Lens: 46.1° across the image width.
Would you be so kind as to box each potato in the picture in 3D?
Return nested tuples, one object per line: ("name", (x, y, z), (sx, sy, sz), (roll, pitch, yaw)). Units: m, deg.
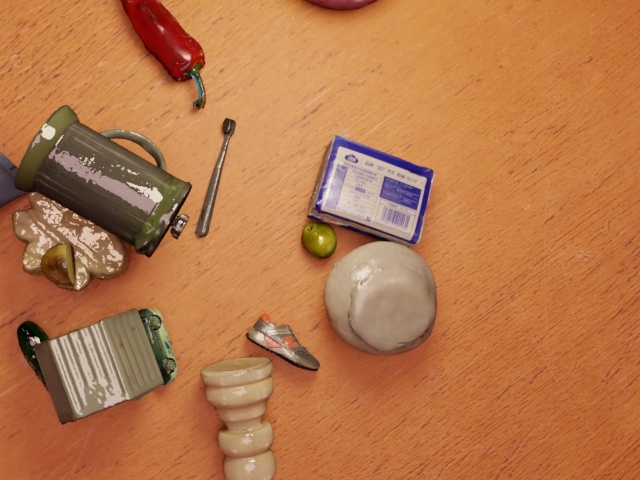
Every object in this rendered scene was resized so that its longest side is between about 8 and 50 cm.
("potato", (-0.551, 0.048, 1.568), (0.066, 0.103, 0.096), (-9, 83, -11))

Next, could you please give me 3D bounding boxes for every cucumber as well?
("cucumber", (-0.615, 0.284, 1.701), (0.069, 0.069, 0.228), (-30, 96, -10))

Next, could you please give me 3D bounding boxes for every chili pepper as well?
("chili pepper", (-0.369, -0.487, 1.771), (0.110, 0.110, 0.388), (-37, 90, -10))

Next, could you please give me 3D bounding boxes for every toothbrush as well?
("toothbrush", (-0.252, -0.151, 1.806), (0.030, 0.030, 0.298), (12, 86, 17))

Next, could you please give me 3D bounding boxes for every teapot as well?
("teapot", (-0.424, -0.128, 1.586), (0.337, 0.200, 0.270), (31, 44, -9))

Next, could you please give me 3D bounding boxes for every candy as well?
("candy", (0.141, 0.136, 1.780), (0.295, 0.185, 0.296), (0, 90, -26))

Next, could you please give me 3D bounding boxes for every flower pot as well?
("flower pot", (-0.485, 0.273, 1.647), (0.239, 0.209, 0.190), (-22, 89, -5))

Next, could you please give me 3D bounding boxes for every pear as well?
("pear", (0.000, 0.000, 1.815), (0.092, 0.092, 0.097), (-38, 135, -10))

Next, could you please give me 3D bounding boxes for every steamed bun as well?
("steamed bun", (-0.531, -0.032, 1.700), (0.292, 0.137, 0.296), (-10, 83, -9))

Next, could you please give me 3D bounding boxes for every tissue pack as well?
("tissue pack", (0.118, -0.110, 1.806), (0.269, 0.137, 0.209), (17, 68, -10))

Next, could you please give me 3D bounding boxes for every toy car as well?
("toy car", (-0.380, 0.245, 1.743), (0.093, 0.058, 0.186), (-18, 91, 34))

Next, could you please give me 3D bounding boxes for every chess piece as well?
("chess piece", (-0.177, 0.430, 1.727), (0.166, 0.167, 0.300), (-7, 92, -10))

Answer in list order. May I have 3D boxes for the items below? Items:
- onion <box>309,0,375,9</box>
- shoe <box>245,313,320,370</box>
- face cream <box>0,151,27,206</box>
("onion", (0.061, -0.743, 1.761), (0.358, 0.345, 0.359), (16, 53, -22))
("shoe", (-0.079, 0.244, 1.793), (0.194, 0.074, 0.077), (29, 77, -5))
("face cream", (-0.787, -0.065, 1.606), (0.135, 0.086, 0.385), (43, 45, -5))
